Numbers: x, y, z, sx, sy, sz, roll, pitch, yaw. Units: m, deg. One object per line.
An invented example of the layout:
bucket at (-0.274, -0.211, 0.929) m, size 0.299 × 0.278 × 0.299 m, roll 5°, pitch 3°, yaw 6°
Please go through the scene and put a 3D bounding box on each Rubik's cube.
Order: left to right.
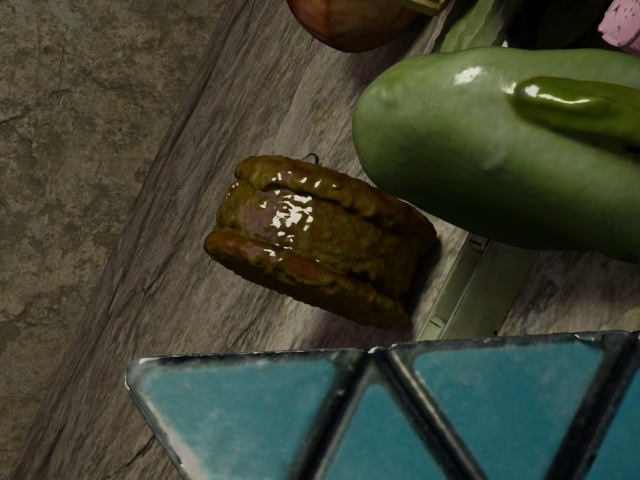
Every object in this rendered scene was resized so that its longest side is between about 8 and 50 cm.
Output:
Rubik's cube at (0.085, 0.133, 0.458) m, size 0.233 × 0.228 × 0.228 m, roll 26°, pitch 135°, yaw 37°

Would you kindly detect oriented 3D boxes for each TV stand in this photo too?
TV stand at (0.094, 0.063, 0.691) m, size 0.249 × 0.036 × 0.042 m, roll -63°, pitch 19°, yaw 2°

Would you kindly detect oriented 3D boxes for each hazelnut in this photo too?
hazelnut at (0.041, -0.320, 1.124) m, size 0.176 × 0.214 × 0.214 m, roll -15°, pitch -32°, yaw -54°

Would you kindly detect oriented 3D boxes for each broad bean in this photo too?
broad bean at (0.114, -0.048, 0.572) m, size 0.228 × 0.169 × 0.100 m, roll -11°, pitch 52°, yaw 56°

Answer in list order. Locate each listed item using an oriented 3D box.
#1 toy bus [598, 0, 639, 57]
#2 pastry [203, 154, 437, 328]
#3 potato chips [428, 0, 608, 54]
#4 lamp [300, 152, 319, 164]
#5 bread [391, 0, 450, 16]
toy bus at (0.237, -0.178, 0.535) m, size 0.203 × 0.090 × 0.063 m, roll -58°, pitch 15°, yaw 20°
pastry at (0.000, 0.000, 0.828) m, size 0.103 × 0.188 × 0.188 m, roll -69°, pitch 18°, yaw -7°
potato chips at (0.180, -0.229, 0.817) m, size 0.429 × 0.070 × 0.358 m, roll -60°, pitch 13°, yaw 4°
lamp at (-0.012, -0.062, 1.182) m, size 0.054 × 0.041 × 0.121 m, roll -51°, pitch 23°, yaw 14°
bread at (0.107, -0.321, 0.895) m, size 0.153 × 0.119 × 0.288 m, roll -60°, pitch 2°, yaw 42°
